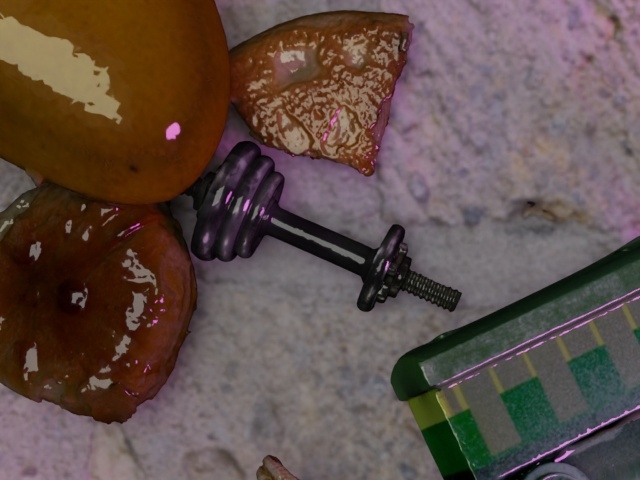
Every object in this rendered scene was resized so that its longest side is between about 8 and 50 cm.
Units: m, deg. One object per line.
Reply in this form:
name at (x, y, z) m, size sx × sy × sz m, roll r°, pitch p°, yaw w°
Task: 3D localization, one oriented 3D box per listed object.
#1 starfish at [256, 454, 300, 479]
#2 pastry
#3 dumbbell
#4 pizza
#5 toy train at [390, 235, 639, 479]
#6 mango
starfish at (0.065, 0.287, 1.305) m, size 0.312 × 0.113 × 0.303 m, roll 40°, pitch 95°, yaw 2°
pastry at (-0.208, 0.052, 1.370) m, size 0.218 × 0.100 × 0.229 m, roll -32°, pitch 78°, yaw 13°
dumbbell at (0.000, 0.000, 1.348) m, size 0.255 × 0.110 × 0.110 m, roll 23°, pitch 89°, yaw 5°
pizza at (0.010, -0.124, 1.380) m, size 0.182 × 0.062 × 0.161 m, roll -26°, pitch 74°, yaw 1°
toy train at (0.210, 0.128, 1.251) m, size 0.301 × 0.120 × 0.202 m, roll -24°, pitch 84°, yaw -17°
mango at (-0.254, -0.201, 1.331) m, size 0.301 × 0.220 × 0.445 m, roll -36°, pitch 69°, yaw -22°
